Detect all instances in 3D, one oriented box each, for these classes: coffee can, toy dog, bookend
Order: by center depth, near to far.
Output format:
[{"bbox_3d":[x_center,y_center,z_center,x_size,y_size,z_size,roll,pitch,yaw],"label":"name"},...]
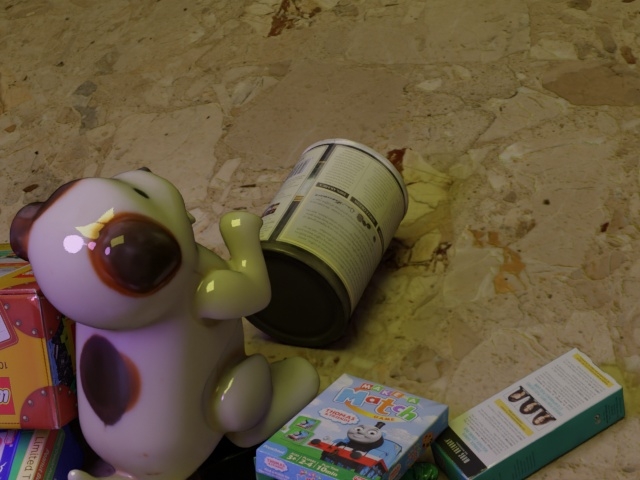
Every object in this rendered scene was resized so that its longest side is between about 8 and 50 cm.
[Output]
[{"bbox_3d":[-0.238,0.093,1.461,0.284,0.408,0.395,21,49,40],"label":"toy dog"},{"bbox_3d":[-0.110,0.265,1.595,0.156,0.072,0.157,-22,37,-8],"label":"bookend"},{"bbox_3d":[0.000,0.000,1.777,0.201,0.202,0.275,6,43,26],"label":"coffee can"}]

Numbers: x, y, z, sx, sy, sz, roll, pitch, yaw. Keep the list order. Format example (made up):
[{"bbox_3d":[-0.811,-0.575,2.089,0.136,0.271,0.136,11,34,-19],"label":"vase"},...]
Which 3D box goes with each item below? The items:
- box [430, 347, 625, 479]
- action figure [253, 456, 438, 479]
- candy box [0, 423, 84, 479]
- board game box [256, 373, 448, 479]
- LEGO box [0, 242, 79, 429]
[{"bbox_3d":[0.271,0.242,1.489,0.244,0.060,0.100,-28,38,-14],"label":"box"},{"bbox_3d":[0.038,0.316,1.460,0.232,0.137,0.063,-7,25,-1],"label":"action figure"},{"bbox_3d":[-0.518,0.377,1.568,0.317,0.122,0.268,-6,39,12],"label":"candy box"},{"bbox_3d":[0.044,0.248,1.428,0.160,0.039,0.211,14,27,28],"label":"board game box"},{"bbox_3d":[-0.532,0.131,1.705,0.500,0.193,0.372,-3,11,18],"label":"LEGO box"}]
